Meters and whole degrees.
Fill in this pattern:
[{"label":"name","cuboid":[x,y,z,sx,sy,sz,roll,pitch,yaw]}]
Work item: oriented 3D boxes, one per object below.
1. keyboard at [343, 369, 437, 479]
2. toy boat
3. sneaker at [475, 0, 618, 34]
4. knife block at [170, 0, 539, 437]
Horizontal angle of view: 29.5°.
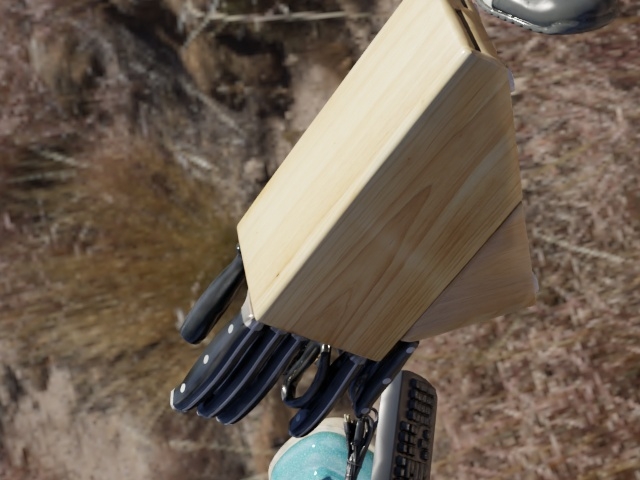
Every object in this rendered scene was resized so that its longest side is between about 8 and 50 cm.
[{"label":"keyboard","cuboid":[0.079,0.307,1.421,0.033,0.201,0.317,-4,72,35]},{"label":"toy boat","cuboid":[0.016,0.395,1.583,0.267,0.148,0.318,39,121,-2]},{"label":"sneaker","cuboid":[0.184,-0.331,1.175,0.146,0.122,0.330,87,161,-49]},{"label":"knife block","cuboid":[0.000,0.000,0.732,0.088,0.242,0.275,-107,0,-46]}]
